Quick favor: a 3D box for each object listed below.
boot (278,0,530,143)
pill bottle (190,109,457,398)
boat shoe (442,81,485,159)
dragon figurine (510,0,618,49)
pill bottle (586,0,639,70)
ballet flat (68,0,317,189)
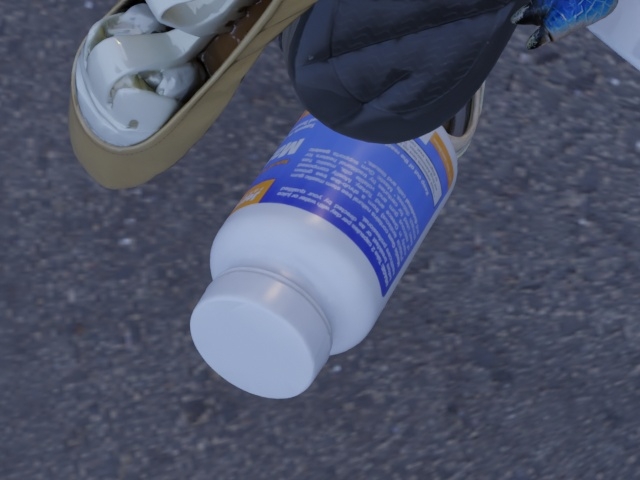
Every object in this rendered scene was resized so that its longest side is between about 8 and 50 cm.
[{"bbox_3d":[0.064,-0.261,0.867,0.377,0.138,0.284,-63,27,15],"label":"boot"},{"bbox_3d":[0.000,0.000,1.417,0.152,0.272,0.152,18,137,18],"label":"pill bottle"},{"bbox_3d":[0.120,-0.227,1.656,0.109,0.098,0.302,3,78,-13],"label":"boat shoe"},{"bbox_3d":[0.066,-0.148,0.551,0.289,0.144,0.085,28,64,23],"label":"dragon figurine"},{"bbox_3d":[0.368,-0.244,1.109,0.224,0.224,0.392,41,104,17],"label":"pill bottle"},{"bbox_3d":[-0.063,-0.098,0.742,0.232,0.073,0.080,-43,73,36],"label":"ballet flat"}]
